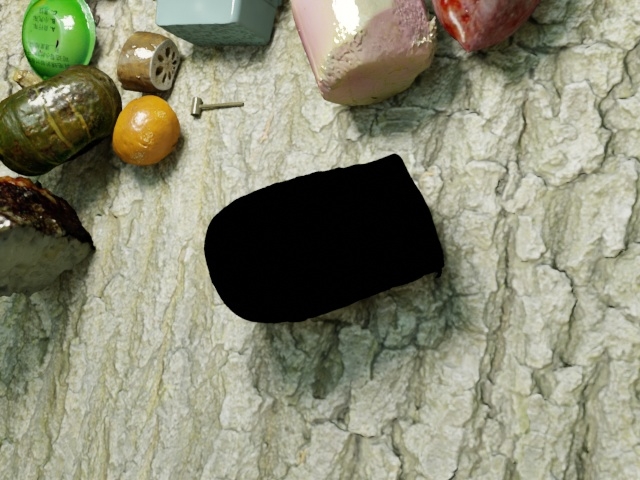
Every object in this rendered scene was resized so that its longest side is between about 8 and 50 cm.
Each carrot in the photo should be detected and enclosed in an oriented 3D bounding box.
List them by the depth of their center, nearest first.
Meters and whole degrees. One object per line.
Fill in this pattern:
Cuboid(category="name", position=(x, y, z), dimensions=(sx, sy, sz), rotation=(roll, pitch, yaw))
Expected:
Cuboid(category="carrot", position=(0.000, 0.000, 1.317), dimensions=(0.340, 0.224, 0.224), rotation=(-20, 65, 15))

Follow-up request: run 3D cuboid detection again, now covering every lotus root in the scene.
Cuboid(category="lotus root", position=(-0.333, -0.342, 1.654), dimensions=(0.081, 0.112, 0.122), rotation=(13, 78, 23))

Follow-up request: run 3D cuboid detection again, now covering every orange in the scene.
Cuboid(category="orange", position=(-0.323, -0.204, 1.598), dimensions=(0.117, 0.135, 0.136), rotation=(13, 77, -5))

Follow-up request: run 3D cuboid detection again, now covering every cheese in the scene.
Cuboid(category="cheese", position=(-0.539, -0.469, 1.775), dimensions=(0.203, 0.083, 0.321), rotation=(16, 103, 24))

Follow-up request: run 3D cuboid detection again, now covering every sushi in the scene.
Cuboid(category="sushi", position=(-0.568, -0.011, 1.528), dimensions=(0.182, 0.343, 0.196), rotation=(43, 97, 17))

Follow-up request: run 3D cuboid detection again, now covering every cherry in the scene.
Cuboid(category="cherry", position=(0.256, -0.408, 1.346), dimensions=(0.175, 0.192, 0.250), rotation=(-7, 68, 55))

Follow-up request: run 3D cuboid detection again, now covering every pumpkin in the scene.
Cuboid(category="pumpkin", position=(-0.510, -0.240, 1.619), dimensions=(0.260, 0.260, 0.189), rotation=(-30, 101, 14))

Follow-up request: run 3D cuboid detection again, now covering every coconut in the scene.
Cuboid(category="coconut", position=(0.070, -0.368, 1.415), dimensions=(0.233, 0.233, 0.245), rotation=(-21, 73, 19))

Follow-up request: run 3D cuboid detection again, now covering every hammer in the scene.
Cuboid(category="hammer", position=(-0.194, -0.253, 1.615), dimensions=(0.110, 0.019, 0.036), rotation=(0, 74, 21))

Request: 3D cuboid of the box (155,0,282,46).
Cuboid(category="box", position=(-0.192, -0.442, 1.597), dimensions=(0.226, 0.162, 0.130), rotation=(5, 86, 28))
